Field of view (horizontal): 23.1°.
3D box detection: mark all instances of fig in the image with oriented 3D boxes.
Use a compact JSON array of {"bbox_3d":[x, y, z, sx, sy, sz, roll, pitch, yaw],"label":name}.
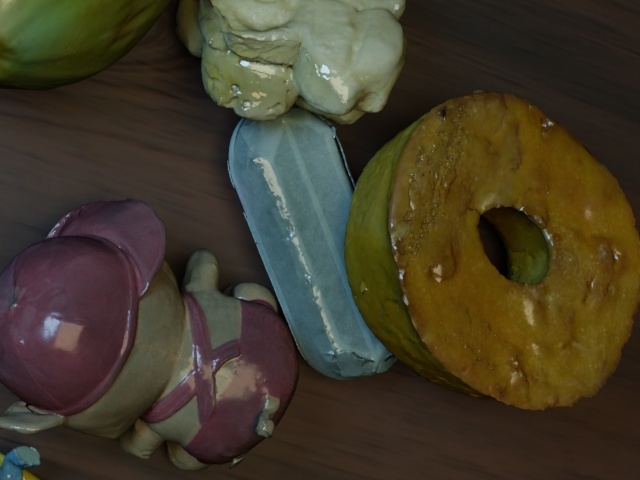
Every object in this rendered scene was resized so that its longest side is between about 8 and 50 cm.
[{"bbox_3d":[-0.222,-0.222,1.137,0.239,0.239,0.271,37,38,-16],"label":"fig"}]

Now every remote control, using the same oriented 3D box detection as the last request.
[{"bbox_3d":[0.000,0.000,1.316,0.104,0.052,0.247,-28,100,-36],"label":"remote control"}]

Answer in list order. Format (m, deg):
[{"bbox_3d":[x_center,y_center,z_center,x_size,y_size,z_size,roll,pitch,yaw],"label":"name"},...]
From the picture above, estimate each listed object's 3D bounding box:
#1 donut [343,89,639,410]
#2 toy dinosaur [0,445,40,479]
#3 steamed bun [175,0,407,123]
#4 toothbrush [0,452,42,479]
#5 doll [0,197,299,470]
[{"bbox_3d":[0.138,0.010,1.316,0.277,0.108,0.278,7,79,-35],"label":"donut"},{"bbox_3d":[-0.252,0.220,1.217,0.144,0.076,0.329,-35,105,22],"label":"toy dinosaur"},{"bbox_3d":[-0.020,-0.161,1.273,0.177,0.106,0.192,-7,56,-19],"label":"steamed bun"},{"bbox_3d":[-0.224,0.199,1.263,0.288,0.021,0.024,37,68,-16],"label":"toothbrush"},{"bbox_3d":[-0.144,0.078,1.223,0.256,0.152,0.196,24,50,-33],"label":"doll"}]
